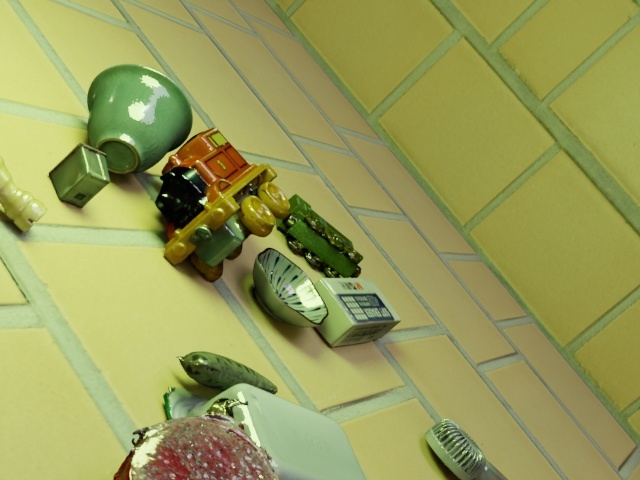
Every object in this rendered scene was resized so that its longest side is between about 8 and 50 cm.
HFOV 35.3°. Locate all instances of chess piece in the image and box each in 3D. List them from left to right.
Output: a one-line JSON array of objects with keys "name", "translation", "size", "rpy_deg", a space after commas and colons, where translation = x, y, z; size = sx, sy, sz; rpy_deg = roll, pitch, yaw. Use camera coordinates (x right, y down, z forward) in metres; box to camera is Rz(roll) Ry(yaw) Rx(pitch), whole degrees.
[{"name": "chess piece", "translation": [-0.448, -0.069, 1.423], "size": [0.122, 0.066, 0.066], "rpy_deg": [48, 16, -15]}]

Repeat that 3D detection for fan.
[{"name": "fan", "translation": [0.304, 0.451, 2.019], "size": [0.244, 0.074, 0.130], "rpy_deg": [44, 5, -27]}]

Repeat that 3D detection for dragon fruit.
[{"name": "dragon fruit", "translation": [-0.146, 0.310, 1.152], "size": [0.211, 0.147, 0.282], "rpy_deg": [28, 28, -11]}]

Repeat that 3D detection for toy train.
[{"name": "toy train", "translation": [-0.192, -0.079, 1.859], "size": [0.232, 0.163, 0.369], "rpy_deg": [47, 18, -4]}, {"name": "toy train", "translation": [0.000, 0.000, 2.272], "size": [0.225, 0.090, 0.137], "rpy_deg": [40, 15, -22]}]

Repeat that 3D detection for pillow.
[{"name": "pillow", "translation": [-0.149, 0.197, 1.501], "size": [0.093, 0.051, 0.241], "rpy_deg": [19, -7, 29]}]

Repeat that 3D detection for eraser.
[{"name": "eraser", "translation": [0.065, 0.146, 2.108], "size": [0.124, 0.081, 0.279], "rpy_deg": [52, 18, 17]}]

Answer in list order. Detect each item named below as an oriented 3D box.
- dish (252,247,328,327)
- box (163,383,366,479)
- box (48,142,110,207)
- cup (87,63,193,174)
[{"name": "dish", "translation": [-0.072, 0.104, 1.907], "size": [0.190, 0.066, 0.191], "rpy_deg": [42, 19, -18]}, {"name": "box", "translation": [-0.051, 0.314, 1.421], "size": [0.336, 0.106, 0.264], "rpy_deg": [29, 25, -42]}, {"name": "box", "translation": [-0.382, -0.102, 1.608], "size": [0.060, 0.084, 0.063], "rpy_deg": [27, 31, -48]}, {"name": "cup", "translation": [-0.341, -0.192, 1.795], "size": [0.199, 0.199, 0.150], "rpy_deg": [39, 37, -22]}]
